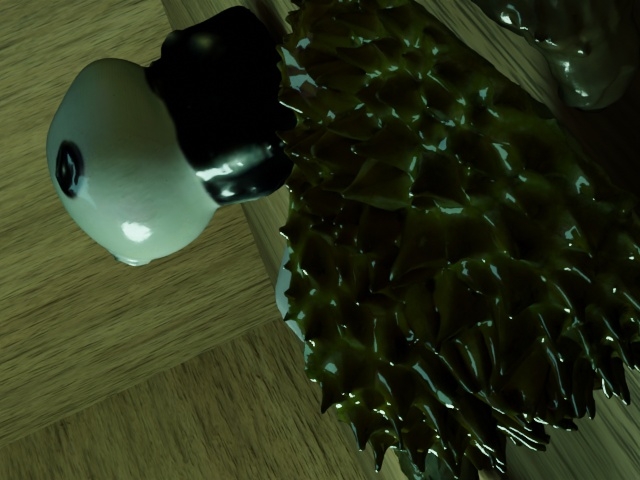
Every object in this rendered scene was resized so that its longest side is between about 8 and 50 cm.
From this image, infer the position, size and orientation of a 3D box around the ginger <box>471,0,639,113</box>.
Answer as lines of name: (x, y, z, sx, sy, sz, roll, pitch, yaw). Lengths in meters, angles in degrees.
ginger: (0.017, -0.152, 0.388, 0.290, 0.084, 0.122, 59, -177, 42)

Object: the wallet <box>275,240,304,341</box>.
wallet: (0.000, 0.000, 0.998, 0.095, 0.033, 0.190, 51, 135, 52)

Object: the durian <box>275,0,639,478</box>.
durian: (0.064, 0.001, 0.429, 0.252, 0.144, 0.139, 37, -138, -38)

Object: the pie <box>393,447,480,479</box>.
pie: (0.068, 0.125, 1.100, 0.339, 0.077, 0.339, 63, 173, 14)

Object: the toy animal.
toy animal: (-0.143, -0.108, 1.151, 0.212, 0.266, 0.213, 155, 90, -89)
